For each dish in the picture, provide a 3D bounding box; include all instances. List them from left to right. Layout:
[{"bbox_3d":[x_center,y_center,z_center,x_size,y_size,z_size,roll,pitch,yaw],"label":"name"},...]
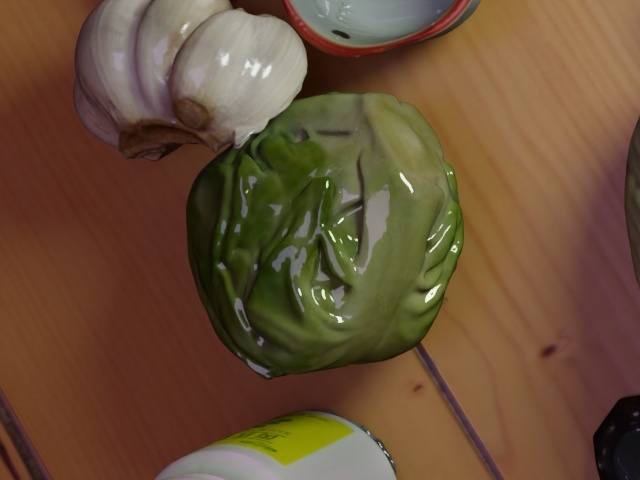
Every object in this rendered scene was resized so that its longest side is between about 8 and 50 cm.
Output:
[{"bbox_3d":[0.074,-0.318,1.878,0.256,0.117,0.256,2,94,24],"label":"dish"}]

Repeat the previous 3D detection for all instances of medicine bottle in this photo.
[{"bbox_3d":[-0.071,0.312,1.845,0.213,0.378,0.214,2,96,22],"label":"medicine bottle"}]

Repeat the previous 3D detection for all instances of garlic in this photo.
[{"bbox_3d":[-0.157,-0.204,1.902,0.281,0.203,0.185,-15,125,46],"label":"garlic"}]

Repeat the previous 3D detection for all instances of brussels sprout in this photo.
[{"bbox_3d":[0.000,0.000,1.869,0.328,0.247,0.328,4,99,24],"label":"brussels sprout"}]

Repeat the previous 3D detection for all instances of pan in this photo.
[{"bbox_3d":[0.366,0.198,1.827,0.128,0.048,0.202,36,108,14],"label":"pan"}]

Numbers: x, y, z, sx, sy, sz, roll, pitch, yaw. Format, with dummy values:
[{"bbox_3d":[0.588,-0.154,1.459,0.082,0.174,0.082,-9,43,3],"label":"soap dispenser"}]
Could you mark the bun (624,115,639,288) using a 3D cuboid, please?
[{"bbox_3d":[0.448,-0.058,1.673,0.326,0.234,0.362,37,108,49],"label":"bun"}]
